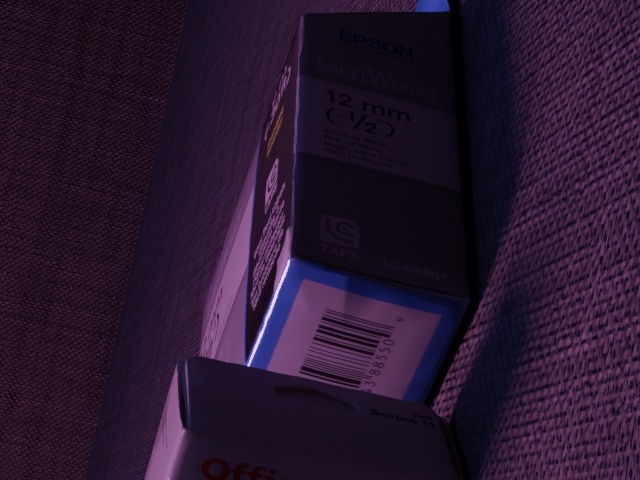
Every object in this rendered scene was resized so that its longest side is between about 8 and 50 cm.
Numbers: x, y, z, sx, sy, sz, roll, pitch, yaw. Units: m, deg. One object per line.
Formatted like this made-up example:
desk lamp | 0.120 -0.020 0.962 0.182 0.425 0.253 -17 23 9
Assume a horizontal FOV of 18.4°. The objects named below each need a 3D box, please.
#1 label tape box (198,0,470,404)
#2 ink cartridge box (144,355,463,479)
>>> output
label tape box | 0.000 0.000 1.245 0.348 0.115 0.249 -91 17 -49
ink cartridge box | -0.027 0.182 1.036 0.087 0.153 0.208 -105 29 -69
